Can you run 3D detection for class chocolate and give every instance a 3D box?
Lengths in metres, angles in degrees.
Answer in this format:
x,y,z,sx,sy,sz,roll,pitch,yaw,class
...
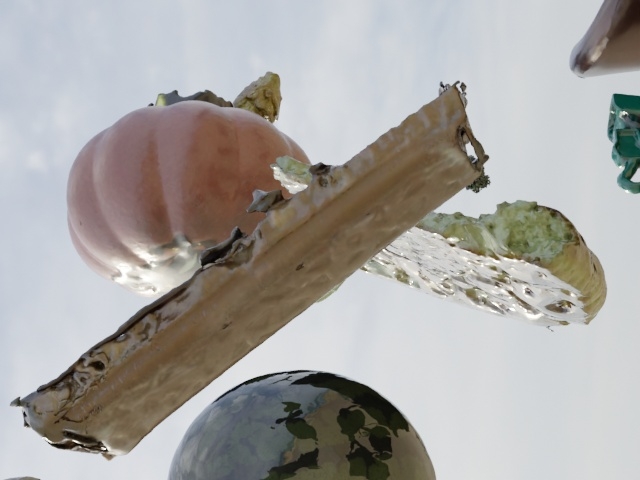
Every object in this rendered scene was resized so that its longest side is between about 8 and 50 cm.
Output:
x,y,z,sx,sy,sz,roll,pitch,yaw,class
-0.035,0.024,0.899,0.329,0.065,0.102,-39,-16,2,chocolate

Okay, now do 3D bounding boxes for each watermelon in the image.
x,y,z,sx,sy,sz,roll,pitch,yaw,class
-0.012,0.201,1.169,0.212,0.212,0.212,6,-90,-70,watermelon

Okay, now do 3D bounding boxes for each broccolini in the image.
x,y,z,sx,sy,sz,roll,pitch,yaw,class
0.115,-0.091,1.879,0.052,0.194,0.054,-75,-19,-46,broccolini

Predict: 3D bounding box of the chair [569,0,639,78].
x,y,z,sx,sy,sz,roll,pitch,yaw,class
0.376,-0.239,1.138,0.226,0.401,0.226,177,90,-82,chair

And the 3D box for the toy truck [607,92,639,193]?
x,y,z,sx,sy,sz,roll,pitch,yaw,class
0.379,-0.039,0.999,0.178,0.363,0.176,-93,2,-48,toy truck

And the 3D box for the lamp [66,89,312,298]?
x,y,z,sx,sy,sz,roll,pitch,yaw,class
-0.153,-0.059,1.802,0.305,0.305,0.240,55,-154,-62,lamp

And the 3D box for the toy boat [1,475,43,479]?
x,y,z,sx,sy,sz,roll,pitch,yaw,class
-0.163,0.298,1.271,0.089,0.321,0.121,-51,-20,-42,toy boat

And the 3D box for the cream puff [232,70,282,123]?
x,y,z,sx,sy,sz,roll,pitch,yaw,class
-0.075,-0.168,1.896,0.058,0.083,0.083,53,-175,-18,cream puff

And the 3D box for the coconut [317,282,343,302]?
x,y,z,sx,sy,sz,roll,pitch,yaw,class
0.001,-0.001,1.976,0.133,0.055,0.158,-25,-78,-32,coconut

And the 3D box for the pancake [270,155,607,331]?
x,y,z,sx,sy,sz,roll,pitch,yaw,class
0.113,0.004,1.382,0.427,0.305,0.067,64,-131,-80,pancake
